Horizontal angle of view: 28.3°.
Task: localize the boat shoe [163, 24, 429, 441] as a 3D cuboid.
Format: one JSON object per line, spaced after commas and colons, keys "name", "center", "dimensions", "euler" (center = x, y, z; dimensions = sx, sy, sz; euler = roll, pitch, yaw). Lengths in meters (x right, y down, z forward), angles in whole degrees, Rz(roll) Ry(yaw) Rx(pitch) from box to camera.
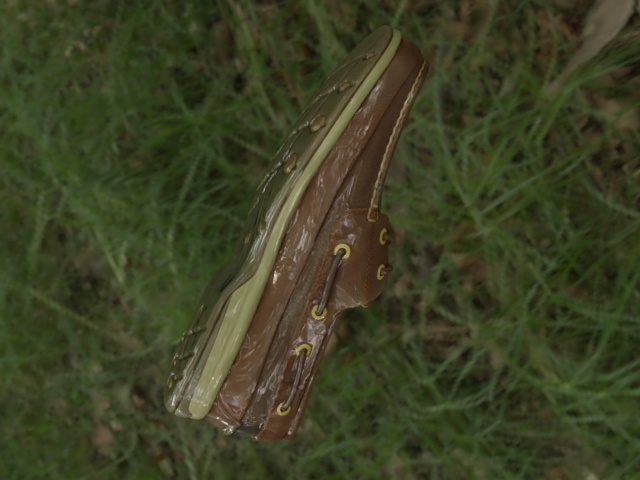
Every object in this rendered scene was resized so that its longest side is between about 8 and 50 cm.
{"name": "boat shoe", "center": [0.000, 0.000, 0.514], "dimensions": [0.060, 0.064, 0.178], "euler": [26, 96, -12]}
